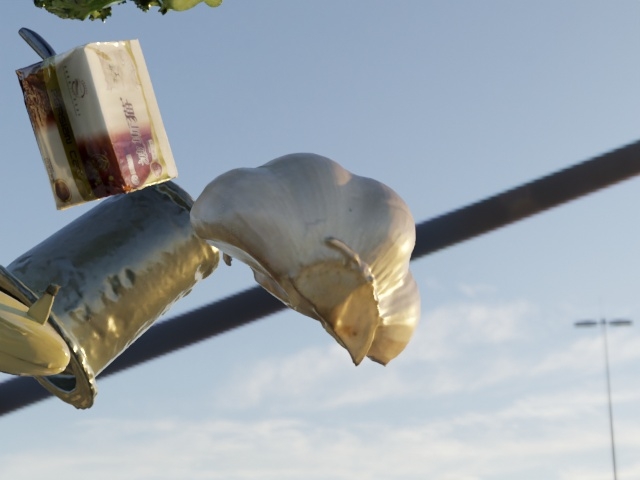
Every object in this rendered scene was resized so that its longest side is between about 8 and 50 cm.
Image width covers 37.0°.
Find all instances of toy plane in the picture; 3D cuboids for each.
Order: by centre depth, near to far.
[{"bbox_3d":[-0.334,0.048,0.822,0.256,0.242,0.104,20,-66,-14],"label":"toy plane"}]

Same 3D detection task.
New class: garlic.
[{"bbox_3d":[0.000,0.000,0.833,0.229,0.143,0.178,34,-1,-31],"label":"garlic"}]

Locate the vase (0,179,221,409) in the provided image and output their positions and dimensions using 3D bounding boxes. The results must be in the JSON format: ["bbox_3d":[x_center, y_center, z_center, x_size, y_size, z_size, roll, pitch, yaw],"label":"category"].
[{"bbox_3d":[-0.291,0.055,1.335,0.245,0.291,0.245,33,-36,27],"label":"vase"}]

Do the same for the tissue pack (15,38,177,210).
[{"bbox_3d":[-0.228,-0.117,0.972,0.106,0.149,0.099,-12,8,30],"label":"tissue pack"}]

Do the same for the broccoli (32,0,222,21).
[{"bbox_3d":[-0.228,-0.361,1.122,0.245,0.265,0.294,36,-2,27],"label":"broccoli"}]

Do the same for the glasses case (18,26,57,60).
[{"bbox_3d":[-0.435,-0.303,1.491,0.023,0.083,0.033,-47,-18,9],"label":"glasses case"}]
